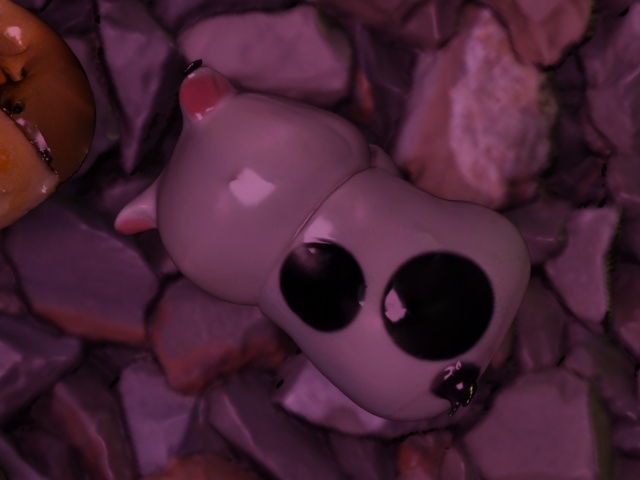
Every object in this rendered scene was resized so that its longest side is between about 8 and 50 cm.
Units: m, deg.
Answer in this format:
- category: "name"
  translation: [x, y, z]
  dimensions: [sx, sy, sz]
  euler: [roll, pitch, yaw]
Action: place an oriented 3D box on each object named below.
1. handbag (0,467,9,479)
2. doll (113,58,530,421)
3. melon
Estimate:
- category: "handbag"
  translation: [-0.301, 0.184, 0.590]
  dimensions: [0.241, 0.109, 0.315]
  euler: [37, 100, 18]
- category: "doll"
  translation: [0.006, 0.003, 0.574]
  dimensions: [0.180, 0.107, 0.110]
  euler: [37, 112, 8]
- category: "melon"
  translation: [-0.185, -0.067, 0.601]
  dimensions: [0.128, 0.079, 0.160]
  euler: [-44, 89, 19]
